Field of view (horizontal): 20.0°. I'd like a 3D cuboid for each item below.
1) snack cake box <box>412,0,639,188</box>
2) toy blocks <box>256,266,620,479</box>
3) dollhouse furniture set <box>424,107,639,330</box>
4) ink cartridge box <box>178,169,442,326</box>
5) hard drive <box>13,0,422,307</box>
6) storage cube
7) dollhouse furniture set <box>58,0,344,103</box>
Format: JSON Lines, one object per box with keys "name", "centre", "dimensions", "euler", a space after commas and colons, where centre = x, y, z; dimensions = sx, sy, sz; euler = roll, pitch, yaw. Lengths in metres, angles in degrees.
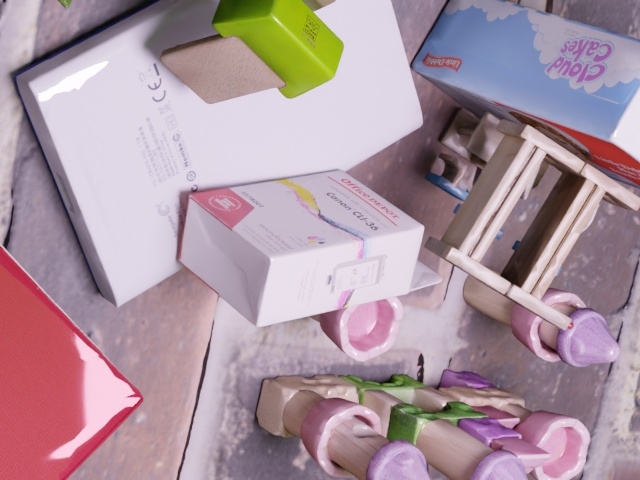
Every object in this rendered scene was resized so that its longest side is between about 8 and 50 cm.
{"name": "snack cake box", "centre": [0.220, -0.121, 1.541], "dimensions": [0.152, 0.264, 0.089], "euler": [32, 87, -39]}
{"name": "toy blocks", "centre": [0.114, 0.193, 1.589], "dimensions": [0.289, 0.260, 0.308], "euler": [2, 106, -37]}
{"name": "dollhouse furniture set", "centre": [0.166, -0.021, 1.570], "dimensions": [0.129, 0.184, 0.129], "euler": [32, 90, -16]}
{"name": "ink cartridge box", "centre": [0.000, 0.000, 1.477], "dimensions": [0.198, 0.115, 0.067], "euler": [-11, 124, -38]}
{"name": "hard drive", "centre": [-0.072, -0.113, 1.479], "dimensions": [0.319, 0.040, 0.210], "euler": [-32, 123, -22]}
{"name": "storage cube", "centre": [-0.272, 0.108, 1.299], "dimensions": [0.193, 0.184, 0.215], "euler": [-46, 105, -13]}
{"name": "dollhouse furniture set", "centre": [-0.059, -0.274, 1.400], "dimensions": [0.197, 0.151, 0.301], "euler": [42, 52, -35]}
